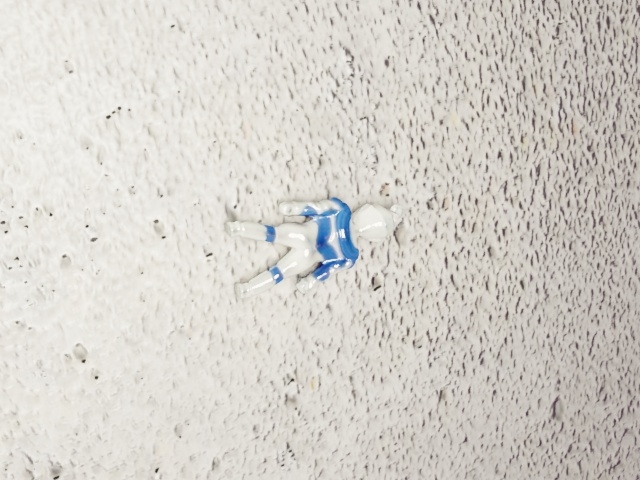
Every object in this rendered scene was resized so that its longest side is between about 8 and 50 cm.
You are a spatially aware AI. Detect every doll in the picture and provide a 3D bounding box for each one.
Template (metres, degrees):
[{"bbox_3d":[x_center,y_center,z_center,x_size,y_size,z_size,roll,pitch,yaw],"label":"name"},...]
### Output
[{"bbox_3d":[0.000,0.000,1.286,0.227,0.057,0.114,-14,103,-18],"label":"doll"}]
